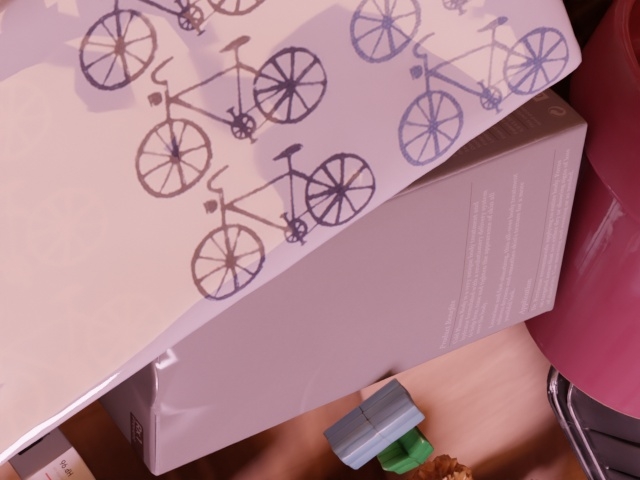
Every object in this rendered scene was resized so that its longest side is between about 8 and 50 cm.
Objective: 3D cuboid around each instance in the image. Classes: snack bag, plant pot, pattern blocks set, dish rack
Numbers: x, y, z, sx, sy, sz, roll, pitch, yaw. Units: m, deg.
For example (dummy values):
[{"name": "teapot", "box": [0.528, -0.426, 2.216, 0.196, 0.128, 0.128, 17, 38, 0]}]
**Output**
[{"name": "snack bag", "box": [-0.075, -0.120, 0.707, 0.323, 0.037, 0.342, -33, 124, -14]}, {"name": "plant pot", "box": [0.196, -0.011, 0.985, 0.201, 0.201, 0.180, -8, 143, -37]}, {"name": "pattern blocks set", "box": [-0.078, 0.182, 0.998, 0.325, 0.026, 0.285, -34, 164, -9]}, {"name": "dish rack", "box": [0.257, 0.042, 1.183, 0.271, 0.074, 0.208, -54, 145, -17]}]

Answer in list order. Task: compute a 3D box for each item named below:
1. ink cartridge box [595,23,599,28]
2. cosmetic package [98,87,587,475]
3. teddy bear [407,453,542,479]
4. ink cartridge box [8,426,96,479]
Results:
[{"name": "ink cartridge box", "box": [0.237, -0.115, 1.078, 0.179, 0.045, 0.145, -20, 141, 0]}, {"name": "cosmetic package", "box": [0.000, 0.000, 0.911, 0.238, 0.107, 0.127, -17, 135, -26]}, {"name": "teddy bear", "box": [0.089, 0.266, 1.204, 0.245, 0.113, 0.338, -33, 148, -30]}, {"name": "ink cartridge box", "box": [-0.129, 0.100, 0.901, 0.028, 0.083, 0.048, -36, 142, -10]}]
